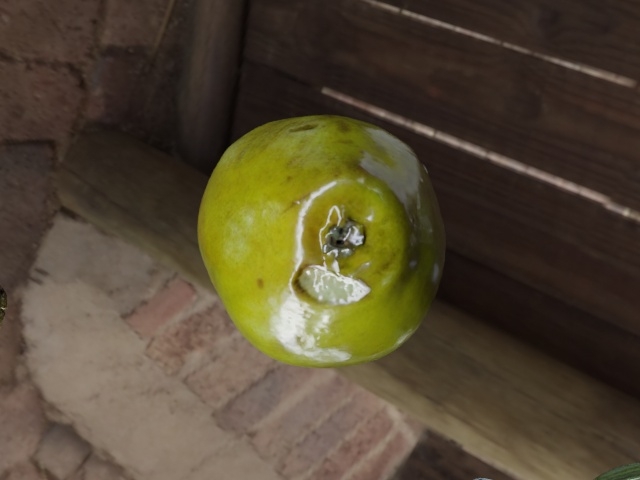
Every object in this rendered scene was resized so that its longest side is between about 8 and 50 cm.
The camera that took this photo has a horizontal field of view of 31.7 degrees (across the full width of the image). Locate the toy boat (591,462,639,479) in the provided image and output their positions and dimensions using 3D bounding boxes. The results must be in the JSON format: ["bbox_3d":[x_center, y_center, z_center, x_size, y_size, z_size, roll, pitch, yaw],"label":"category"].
[{"bbox_3d":[0.545,0.374,1.710,0.093,0.293,0.055,56,37,-33],"label":"toy boat"}]

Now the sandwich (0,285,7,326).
[{"bbox_3d":[-0.551,0.054,1.476,0.271,0.301,0.099,25,82,-18],"label":"sandwich"}]

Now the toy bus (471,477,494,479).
[{"bbox_3d":[0.155,0.349,1.329,0.194,0.089,0.087,-23,122,-25],"label":"toy bus"}]

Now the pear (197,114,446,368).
[{"bbox_3d":[0.000,0.000,1.158,0.269,0.269,0.321,-56,179,-12],"label":"pear"}]
